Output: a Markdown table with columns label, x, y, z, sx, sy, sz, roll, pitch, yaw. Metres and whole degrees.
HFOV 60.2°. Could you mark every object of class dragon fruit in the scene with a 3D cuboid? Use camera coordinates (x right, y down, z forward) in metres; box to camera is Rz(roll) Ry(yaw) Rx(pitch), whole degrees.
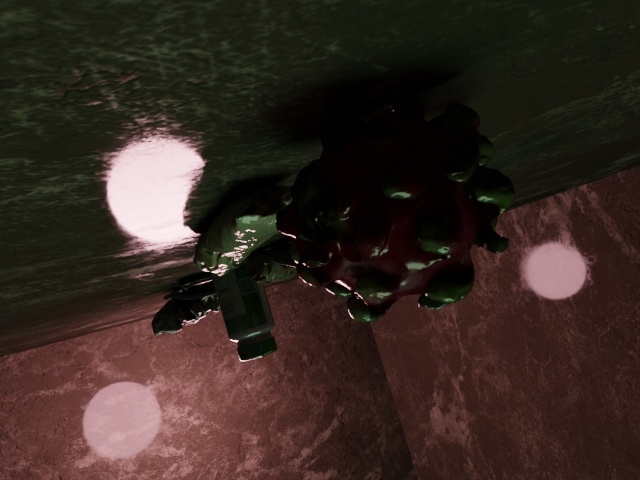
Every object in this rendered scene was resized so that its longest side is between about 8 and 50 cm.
| label | x | y | z | sx | sy | sz | roll | pitch | yaw |
| --- | --- | --- | --- | --- | --- | --- | --- | --- | --- |
| dragon fruit | 0.076 | -0.052 | 0.547 | 0.218 | 0.272 | 0.198 | -15 | 132 | 33 |

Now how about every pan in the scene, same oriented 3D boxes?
| label | x | y | z | sx | sy | sz | roll | pitch | yaw |
| --- | --- | --- | --- | --- | --- | --- | --- | --- | --- |
| pan | -0.397 | 0.132 | 1.667 | 0.235 | 0.028 | 0.136 | -24 | 171 | 31 |

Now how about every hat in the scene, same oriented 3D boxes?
| label | x | y | z | sx | sy | sz | roll | pitch | yaw |
| --- | --- | --- | --- | --- | --- | --- | --- | --- | --- |
| hat | 0.000 | 0.000 | 1.394 | 0.245 | 0.149 | 0.214 | 24 | -161 | 31 |

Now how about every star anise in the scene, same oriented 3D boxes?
| label | x | y | z | sx | sy | sz | roll | pitch | yaw |
| --- | --- | --- | --- | --- | --- | --- | --- | --- | --- |
| star anise | -0.418 | 0.197 | 1.866 | 0.359 | 0.139 | 0.316 | -32 | -168 | -37 |

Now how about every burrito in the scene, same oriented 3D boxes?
| label | x | y | z | sx | sy | sz | roll | pitch | yaw |
| --- | --- | --- | --- | --- | --- | --- | --- | --- | --- |
| burrito | -0.124 | -0.007 | 0.862 | 0.117 | 0.076 | 0.392 | -15 | 174 | -24 |

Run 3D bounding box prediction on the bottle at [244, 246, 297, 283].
| label | x | y | z | sx | sy | sz | roll | pitch | yaw |
| --- | --- | --- | --- | --- | --- | --- | --- | --- | --- |
| bottle | -0.142 | 0.067 | 1.465 | 0.099 | 0.099 | 0.152 | -21 | 171 | 39 |

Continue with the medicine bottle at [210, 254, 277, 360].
| label | x | y | z | sx | sy | sz | roll | pitch | yaw |
| --- | --- | --- | --- | --- | --- | --- | --- | --- | --- |
| medicine bottle | -0.205 | 0.187 | 1.518 | 0.133 | 0.274 | 0.133 | -18 | 175 | -2 |

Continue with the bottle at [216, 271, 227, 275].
| label | x | y | z | sx | sy | sz | roll | pitch | yaw |
| --- | --- | --- | --- | --- | --- | --- | --- | --- | --- |
| bottle | -0.220 | 0.048 | 1.310 | 0.063 | 0.047 | 0.101 | -47 | -171 | -35 |
